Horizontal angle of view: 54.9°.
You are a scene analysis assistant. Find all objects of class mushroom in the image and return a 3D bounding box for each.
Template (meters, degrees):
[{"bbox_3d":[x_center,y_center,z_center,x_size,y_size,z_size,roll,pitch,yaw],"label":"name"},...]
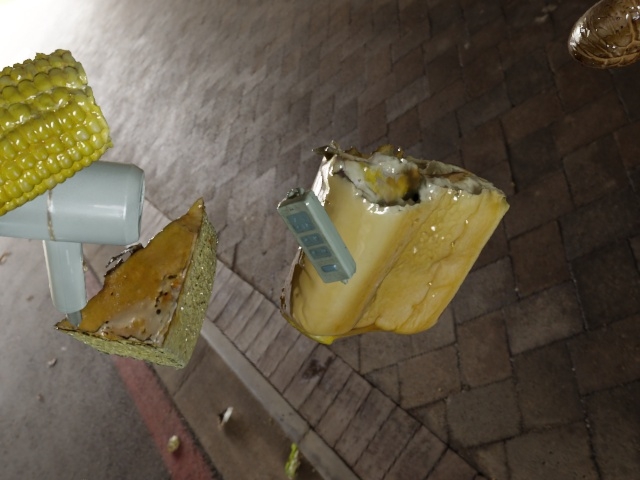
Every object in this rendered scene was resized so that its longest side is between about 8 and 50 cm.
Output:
[{"bbox_3d":[0.298,-0.212,0.592,0.085,0.126,0.109,43,136,28],"label":"mushroom"}]

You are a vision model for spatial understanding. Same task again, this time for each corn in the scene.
[{"bbox_3d":[-0.261,-0.044,0.411,0.244,0.093,0.093,-30,32,-13],"label":"corn"}]

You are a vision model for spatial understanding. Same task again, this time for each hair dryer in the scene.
[{"bbox_3d":[-0.336,0.025,0.844,0.357,0.173,0.108,112,160,-50],"label":"hair dryer"}]

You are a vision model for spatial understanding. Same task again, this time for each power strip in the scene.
[{"bbox_3d":[0.000,0.000,0.435,0.027,0.083,0.017,-14,30,34],"label":"power strip"}]

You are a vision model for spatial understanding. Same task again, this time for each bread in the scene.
[{"bbox_3d":[0.086,0.009,1.096,0.250,0.361,0.394,52,129,40],"label":"bread"},{"bbox_3d":[-0.370,0.094,1.296,0.279,0.248,0.315,-1,64,10],"label":"bread"}]

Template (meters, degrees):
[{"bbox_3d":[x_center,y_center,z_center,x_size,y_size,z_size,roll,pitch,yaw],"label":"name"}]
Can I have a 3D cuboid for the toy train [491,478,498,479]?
[{"bbox_3d":[0.297,0.623,1.234,0.296,0.161,0.100,-34,44,-27],"label":"toy train"}]
